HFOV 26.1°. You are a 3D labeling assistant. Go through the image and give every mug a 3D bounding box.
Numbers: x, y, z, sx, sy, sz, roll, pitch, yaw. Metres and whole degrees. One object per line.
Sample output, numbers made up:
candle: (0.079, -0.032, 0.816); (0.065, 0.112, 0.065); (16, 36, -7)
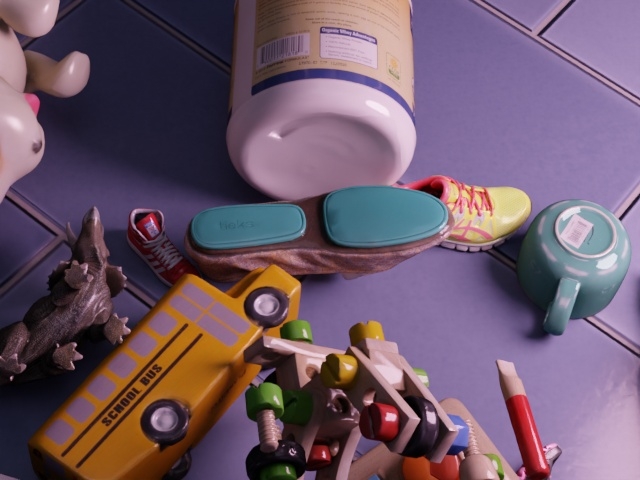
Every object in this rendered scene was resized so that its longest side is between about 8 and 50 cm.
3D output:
mug: (0.311, 0.026, 1.656); (0.129, 0.097, 0.158); (-9, 58, -12)

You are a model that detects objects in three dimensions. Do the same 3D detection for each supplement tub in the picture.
supplement tub: (0.002, -0.226, 1.708); (0.228, 0.228, 0.316); (4, 57, -4)

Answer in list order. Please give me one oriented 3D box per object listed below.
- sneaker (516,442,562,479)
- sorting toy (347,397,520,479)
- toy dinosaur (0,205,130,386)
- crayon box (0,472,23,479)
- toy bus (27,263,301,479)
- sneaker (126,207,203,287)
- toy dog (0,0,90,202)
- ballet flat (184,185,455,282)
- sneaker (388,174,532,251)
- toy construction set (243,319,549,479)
sneaker: (0.235, 0.277, 1.521); (0.057, 0.047, 0.119); (40, 69, 12)
sorting toy: (0.138, 0.339, 1.443); (0.229, 0.041, 0.307); (-33, 65, -9)
toy dinosaur: (-0.304, 0.107, 1.528); (0.121, 0.160, 0.313); (41, 71, -11)
crayon box: (-0.304, 0.403, 1.354); (0.202, 0.081, 0.318); (17, 56, 5)
toy bus: (-0.160, 0.154, 1.517); (0.130, 0.108, 0.333); (32, 59, 17)
sneaker: (-0.186, 0.009, 1.631); (0.118, 0.067, 0.042); (38, 61, 17)
toy dog: (-0.472, -0.204, 1.617); (0.395, 0.284, 0.408); (-19, 63, -17)
ballet flat: (0.000, 0.000, 1.628); (0.316, 0.106, 0.108); (-1, 53, 4)
sneaker: (0.163, -0.040, 1.685); (0.208, 0.094, 0.081); (-7, 58, -11)
toy construction set: (0.057, 0.160, 1.419); (0.308, 0.257, 0.237); (-2, 51, -12)
